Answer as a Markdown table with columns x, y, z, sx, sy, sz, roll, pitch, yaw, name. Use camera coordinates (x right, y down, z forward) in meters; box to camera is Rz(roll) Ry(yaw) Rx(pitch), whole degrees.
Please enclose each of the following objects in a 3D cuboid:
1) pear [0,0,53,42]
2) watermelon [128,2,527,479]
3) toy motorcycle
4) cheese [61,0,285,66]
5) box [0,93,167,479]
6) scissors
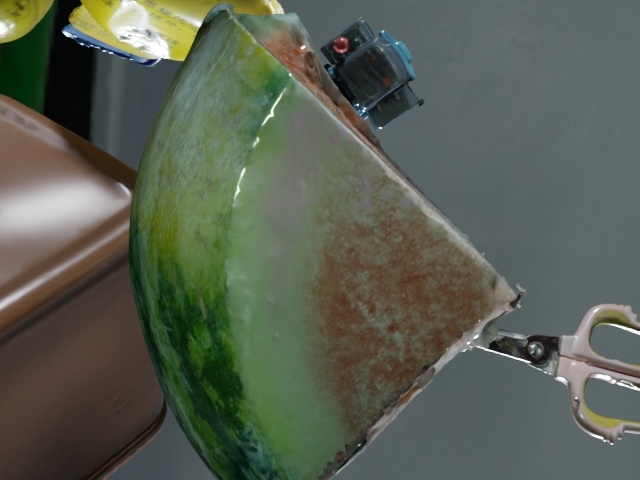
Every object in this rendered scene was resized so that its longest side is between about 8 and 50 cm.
| x | y | z | sx | sy | sz | roll | pitch | yaw | name |
| --- | --- | --- | --- | --- | --- | --- | --- | --- | --- |
| -0.331 | -0.271 | 1.138 | 0.162 | 0.149 | 0.149 | 149 | 133 | -61 | pear |
| 0.000 | 0.000 | 0.577 | 0.305 | 0.180 | 0.224 | -74 | -10 | -80 | watermelon |
| -0.029 | -0.107 | 1.102 | 0.123 | 0.272 | 0.182 | 54 | -173 | -5 | toy motorcycle |
| -0.128 | -0.179 | 0.890 | 0.270 | 0.177 | 0.069 | -13 | 63 | 61 | cheese |
| -0.281 | 0.076 | 0.806 | 0.339 | 0.239 | 0.229 | -38 | -30 | -44 | box |
| 0.258 | 0.127 | 1.245 | 0.024 | 0.317 | 0.160 | 109 | 175 | -67 | scissors |
